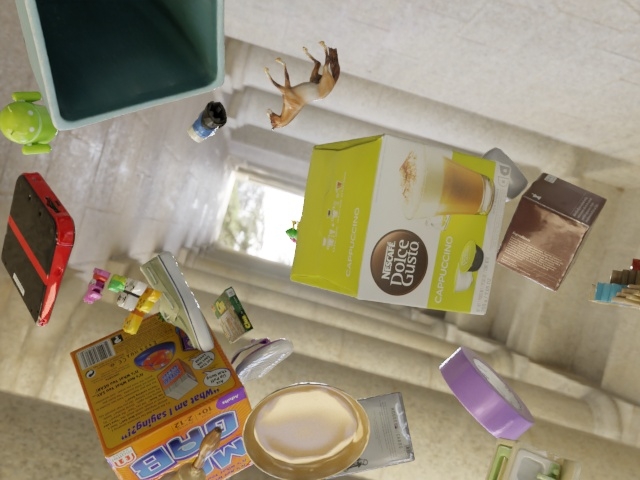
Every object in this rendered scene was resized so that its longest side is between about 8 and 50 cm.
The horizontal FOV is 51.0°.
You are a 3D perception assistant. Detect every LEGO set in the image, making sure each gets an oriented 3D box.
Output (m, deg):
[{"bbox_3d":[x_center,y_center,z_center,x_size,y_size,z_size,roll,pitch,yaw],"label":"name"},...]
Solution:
[{"bbox_3d":[-0.376,0.122,1.283,0.227,0.087,0.093,6,-110,53],"label":"LEGO set"}]

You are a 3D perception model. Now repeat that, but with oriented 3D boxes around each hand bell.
[{"bbox_3d":[-0.280,0.517,1.553,0.242,0.126,0.126,-59,-168,28],"label":"hand bell"}]

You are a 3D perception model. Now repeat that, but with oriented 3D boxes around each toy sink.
[{"bbox_3d":[0.475,0.552,1.550,0.234,0.131,0.152,104,8,-78],"label":"toy sink"}]

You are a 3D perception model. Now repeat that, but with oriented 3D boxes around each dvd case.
[{"bbox_3d":[0.112,0.505,1.745,0.029,0.239,0.179,117,-37,-74],"label":"dvd case"}]

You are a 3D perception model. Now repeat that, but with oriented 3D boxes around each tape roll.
[{"bbox_3d":[0.455,0.419,1.838,0.090,0.275,0.275,-46,-168,11],"label":"tape roll"}]

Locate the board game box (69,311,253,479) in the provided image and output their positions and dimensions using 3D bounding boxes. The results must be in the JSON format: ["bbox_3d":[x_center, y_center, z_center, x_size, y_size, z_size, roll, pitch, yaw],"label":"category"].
[{"bbox_3d":[-0.404,0.449,1.814,0.356,0.357,0.356,50,-22,42],"label":"board game box"}]

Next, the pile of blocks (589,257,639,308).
[{"bbox_3d":[0.693,0.091,1.448,0.362,0.149,0.112,178,-75,-76],"label":"pile of blocks"}]

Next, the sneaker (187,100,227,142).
[{"bbox_3d":[-0.238,-0.275,1.494,0.085,0.058,0.152,-37,-166,21],"label":"sneaker"}]

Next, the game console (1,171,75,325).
[{"bbox_3d":[-0.839,0.012,1.979,0.386,0.060,0.341,41,-61,40],"label":"game console"}]

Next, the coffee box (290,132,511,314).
[{"bbox_3d":[0.167,-0.033,1.521,0.338,0.335,0.337,8,-92,64],"label":"coffee box"}]

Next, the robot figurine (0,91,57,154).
[{"bbox_3d":[-0.474,-0.190,1.092,0.115,0.067,0.101,-42,126,-81],"label":"robot figurine"}]

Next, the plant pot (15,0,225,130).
[{"bbox_3d":[-0.296,-0.345,0.901,0.252,0.248,0.247,52,-29,30],"label":"plant pot"}]

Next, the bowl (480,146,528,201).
[{"bbox_3d":[0.471,-0.168,1.784,0.142,0.142,0.053,-36,175,-44],"label":"bowl"}]

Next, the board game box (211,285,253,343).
[{"bbox_3d":[-0.263,0.224,1.970,0.136,0.030,0.260,63,-23,7],"label":"board game box"}]

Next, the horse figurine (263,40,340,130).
[{"bbox_3d":[-0.041,-0.423,1.796,0.066,0.263,0.174,33,-31,57],"label":"horse figurine"}]

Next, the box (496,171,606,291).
[{"bbox_3d":[0.554,-0.022,1.624,0.168,0.167,0.203,-37,149,-46],"label":"box"}]

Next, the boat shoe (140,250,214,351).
[{"bbox_3d":[-0.370,0.167,1.735,0.302,0.094,0.109,57,-13,25],"label":"boat shoe"}]

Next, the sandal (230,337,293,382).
[{"bbox_3d":[-0.209,0.360,2.073,0.102,0.170,0.416,64,-29,15],"label":"sandal"}]

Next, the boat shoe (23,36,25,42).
[{"bbox_3d":[-0.669,-0.455,1.748,0.079,0.233,0.084,-31,-141,35],"label":"boat shoe"}]

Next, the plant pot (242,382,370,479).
[{"bbox_3d":[-0.027,0.353,1.251,0.032,0.237,0.236,-103,-152,-62],"label":"plant pot"}]

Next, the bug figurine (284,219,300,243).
[{"bbox_3d":[0.000,0.000,2.094,0.279,0.217,0.072,66,39,-84],"label":"bug figurine"}]
